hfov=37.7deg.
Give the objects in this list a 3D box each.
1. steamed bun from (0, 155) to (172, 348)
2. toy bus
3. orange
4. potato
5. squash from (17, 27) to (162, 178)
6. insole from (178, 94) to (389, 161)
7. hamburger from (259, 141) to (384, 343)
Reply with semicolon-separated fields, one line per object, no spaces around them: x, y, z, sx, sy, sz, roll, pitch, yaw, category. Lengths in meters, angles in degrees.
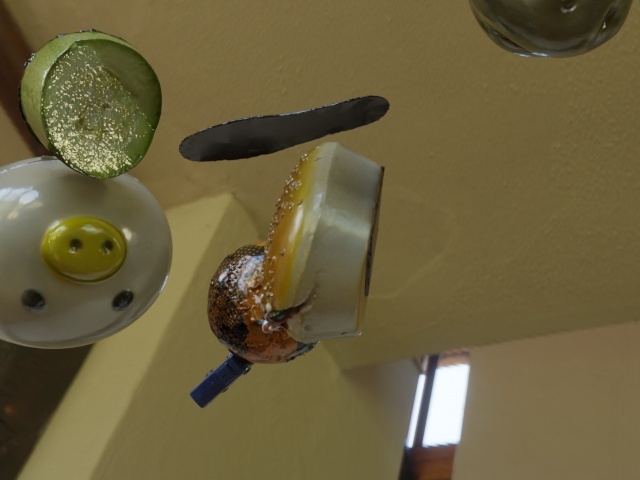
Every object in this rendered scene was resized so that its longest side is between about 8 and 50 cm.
-0.433;0.022;1.558;0.374;0.333;0.334;2;-43;-29;steamed bun
-0.185;0.260;1.788;0.051;0.061;0.153;47;-60;-1;toy bus
-0.092;0.113;1.708;0.235;0.234;0.182;14;-18;5;orange
0.333;-0.384;1.377;0.243;0.326;0.220;3;-70;10;potato
-0.335;-0.211;1.416;0.220;0.220;0.133;57;-16;-27;squash
-0.054;-0.168;1.429;0.328;0.007;0.111;-13;-25;-2;insole
0.000;0.000;1.212;0.152;0.295;0.227;10;-61;6;hamburger
